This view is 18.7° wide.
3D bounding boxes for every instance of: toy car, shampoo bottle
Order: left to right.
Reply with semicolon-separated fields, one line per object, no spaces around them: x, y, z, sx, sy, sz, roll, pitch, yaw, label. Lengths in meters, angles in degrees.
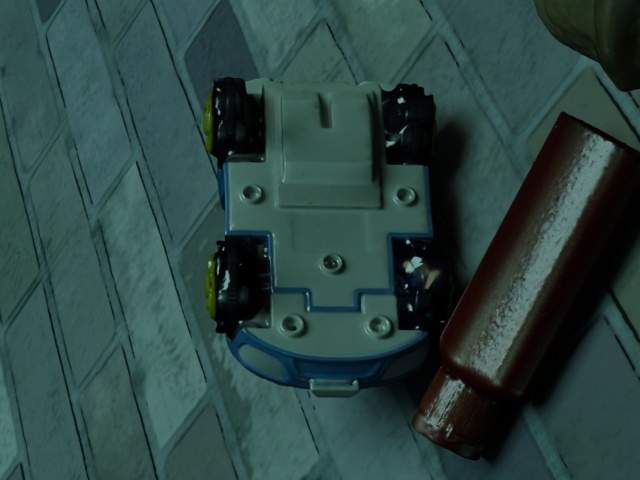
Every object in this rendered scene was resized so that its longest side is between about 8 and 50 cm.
0.000;0.000;1.600;0.166;0.198;0.314;99;169;-58;toy car
0.152;0.037;1.439;0.260;0.064;0.102;-62;32;8;shampoo bottle

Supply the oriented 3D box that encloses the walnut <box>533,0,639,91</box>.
0.248;-0.206;1.328;0.224;0.224;0.224;-35;44;42;walnut
